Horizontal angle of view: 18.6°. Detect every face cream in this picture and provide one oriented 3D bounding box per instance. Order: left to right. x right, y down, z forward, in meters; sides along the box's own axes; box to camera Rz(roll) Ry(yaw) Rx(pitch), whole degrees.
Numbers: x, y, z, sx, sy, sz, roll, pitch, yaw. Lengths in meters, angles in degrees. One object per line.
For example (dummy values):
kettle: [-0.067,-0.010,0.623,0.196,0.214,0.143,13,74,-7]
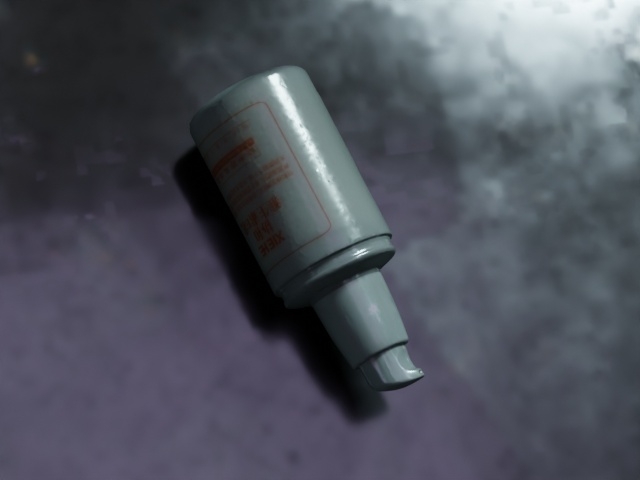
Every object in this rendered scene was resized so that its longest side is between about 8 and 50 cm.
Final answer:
face cream: [0.000,0.000,1.442,0.101,0.101,0.251,-24,79,-18]
